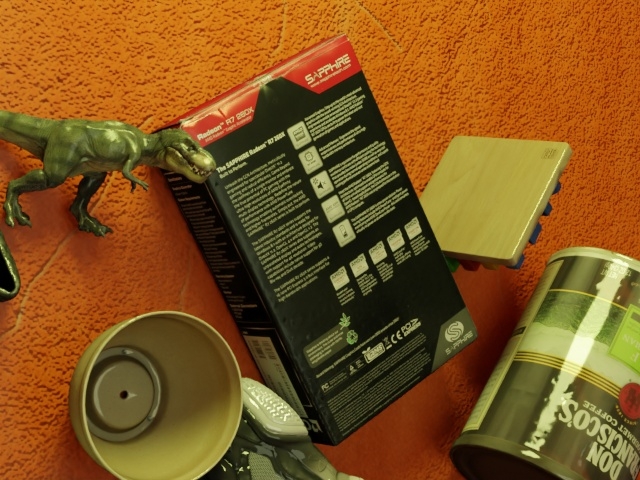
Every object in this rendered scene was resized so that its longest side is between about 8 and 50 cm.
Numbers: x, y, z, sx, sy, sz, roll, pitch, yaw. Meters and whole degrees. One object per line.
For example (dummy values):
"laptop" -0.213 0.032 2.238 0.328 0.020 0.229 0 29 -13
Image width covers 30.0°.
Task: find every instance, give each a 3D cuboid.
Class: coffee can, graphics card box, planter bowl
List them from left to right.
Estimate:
"planter bowl" -0.170 0.148 1.126 0.162 0.109 0.162 3 85 -34
"graphics card box" 0.000 0.000 1.260 0.233 0.094 0.371 -34 105 -31
"coffee can" 0.299 0.175 1.387 0.201 0.201 0.275 42 65 -25

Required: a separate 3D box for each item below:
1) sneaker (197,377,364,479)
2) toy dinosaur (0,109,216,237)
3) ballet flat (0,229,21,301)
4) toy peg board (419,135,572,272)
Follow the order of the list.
"sneaker" -0.036 0.277 1.192 0.268 0.101 0.153 45 70 4
"toy dinosaur" -0.237 -0.067 1.114 0.268 0.064 0.118 11 103 -11
"ballet flat" -0.317 -0.023 1.073 0.057 0.049 0.173 -38 107 -31
"toy peg board" 0.199 -0.030 1.367 0.079 0.161 0.161 49 62 -39
